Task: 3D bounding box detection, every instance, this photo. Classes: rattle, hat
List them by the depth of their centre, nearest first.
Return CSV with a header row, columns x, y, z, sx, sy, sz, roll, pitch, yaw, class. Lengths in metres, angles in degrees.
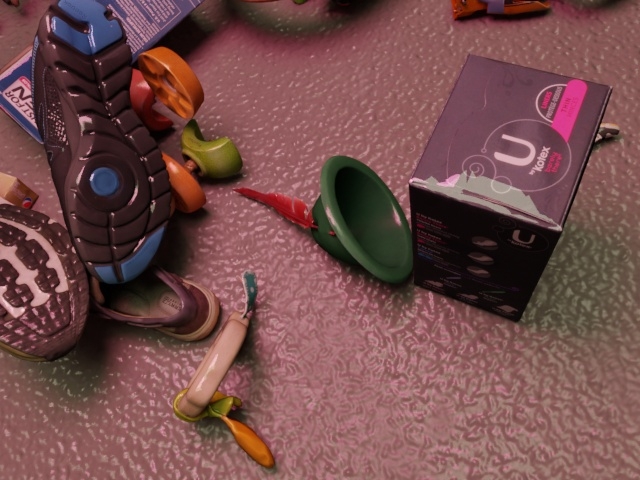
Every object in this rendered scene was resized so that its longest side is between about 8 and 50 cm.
x,y,z,sx,sy,sz,roll,pitch,yaw,class
-0.081,0.146,0.729,0.143,0.130,0.199,22,44,7,rattle
0.000,0.000,0.790,0.184,0.173,0.208,-33,42,32,hat

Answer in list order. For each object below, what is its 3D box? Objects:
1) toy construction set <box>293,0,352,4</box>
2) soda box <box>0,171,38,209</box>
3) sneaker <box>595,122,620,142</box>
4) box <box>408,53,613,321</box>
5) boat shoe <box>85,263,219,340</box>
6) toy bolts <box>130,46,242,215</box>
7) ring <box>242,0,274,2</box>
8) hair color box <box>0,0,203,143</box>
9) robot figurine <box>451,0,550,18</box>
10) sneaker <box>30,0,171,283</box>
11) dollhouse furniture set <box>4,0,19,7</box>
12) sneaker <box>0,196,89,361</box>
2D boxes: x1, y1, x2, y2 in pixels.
x,y,z,sx,sy,sz,roll,pitch,yaw,class
0.051,-0.505,0.967,0.328,0.151,0.214,-23,63,11,toy construction set
-0.535,-0.082,0.916,0.182,0.058,0.061,18,70,17,soda box
0.362,-0.135,0.803,0.084,0.032,0.036,-8,78,12,sneaker
0.194,-0.042,0.652,0.144,0.270,0.165,20,71,18,box
-0.273,0.056,0.787,0.286,0.092,0.102,18,73,18,boat shoe
-0.258,-0.149,0.822,0.229,0.218,0.158,30,65,31,toy bolts
-0.050,-0.506,0.901,0.337,0.032,0.336,-7,68,19,ring
-0.351,-0.310,0.923,0.347,0.105,0.174,-47,32,-12,hair color box
0.340,-0.438,0.911,0.291,0.085,0.210,-7,65,7,robot figurine
-0.279,-0.114,0.740,0.140,0.125,0.340,-9,90,50,sneaker
-0.472,-0.493,1.074,0.212,0.161,0.242,-45,44,-12,dollhouse furniture set
-0.437,0.044,0.789,0.410,0.181,0.158,35,46,28,sneaker
